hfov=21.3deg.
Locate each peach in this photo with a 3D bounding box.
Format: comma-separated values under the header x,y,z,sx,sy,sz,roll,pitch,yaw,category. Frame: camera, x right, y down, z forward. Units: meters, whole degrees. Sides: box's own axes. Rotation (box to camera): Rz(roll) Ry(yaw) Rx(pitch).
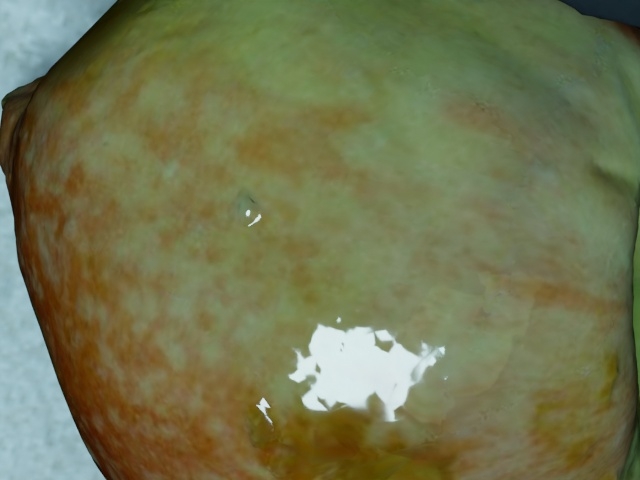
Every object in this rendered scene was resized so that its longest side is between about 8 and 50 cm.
x,y,z,sx,sy,sz,roll,pitch,yaw,category
0.000,0.000,0.573,0.256,0.232,0.232,14,109,23,peach

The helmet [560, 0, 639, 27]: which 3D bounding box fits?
x,y,z,sx,sy,sz,roll,pitch,yaw,category
0.125,-0.213,0.497,0.230,0.160,0.279,6,67,-28,helmet
